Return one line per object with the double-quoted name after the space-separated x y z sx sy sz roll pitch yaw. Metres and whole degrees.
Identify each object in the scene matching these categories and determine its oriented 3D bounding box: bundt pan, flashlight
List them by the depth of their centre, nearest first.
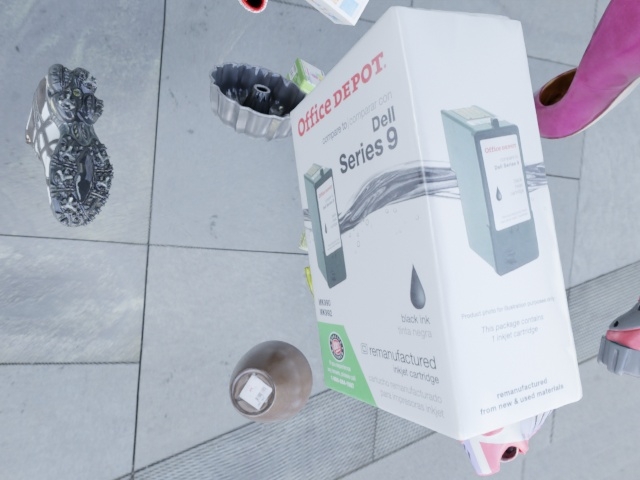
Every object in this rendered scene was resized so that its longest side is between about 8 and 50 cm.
0.508 0.058 0.716 0.103 0.103 0.304 9 94 9 "flashlight"
-0.203 -0.432 1.502 0.331 0.330 0.124 12 131 -17 "bundt pan"

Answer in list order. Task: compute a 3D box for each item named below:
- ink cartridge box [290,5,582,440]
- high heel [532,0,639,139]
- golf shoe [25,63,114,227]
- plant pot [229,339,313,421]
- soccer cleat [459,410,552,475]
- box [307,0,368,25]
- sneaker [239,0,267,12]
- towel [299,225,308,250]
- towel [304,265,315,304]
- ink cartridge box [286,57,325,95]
0.077 -0.012 0.413 0.122 0.211 0.289 -6 86 -25 "ink cartridge box"
0.347 -0.242 0.611 0.181 0.377 0.127 44 85 -12 "high heel"
-0.313 -0.110 0.581 0.077 0.094 0.198 7 78 -55 "golf shoe"
-0.139 0.362 1.176 0.216 0.230 0.215 -1 80 6 "plant pot"
0.254 0.245 0.632 0.248 0.083 0.095 15 57 -46 "soccer cleat"
-0.001 -0.522 0.900 0.203 0.103 0.114 23 104 -32 "box"
-0.222 -0.741 1.246 0.090 0.145 0.270 -27 142 5 "sneaker"
0.000 0.000 1.753 0.148 0.027 0.110 18 78 -8 "towel"
0.089 0.039 0.589 0.237 0.021 0.102 -22 105 -33 "towel"
0.001 -0.608 1.922 0.255 0.188 0.097 18 130 -30 "ink cartridge box"
